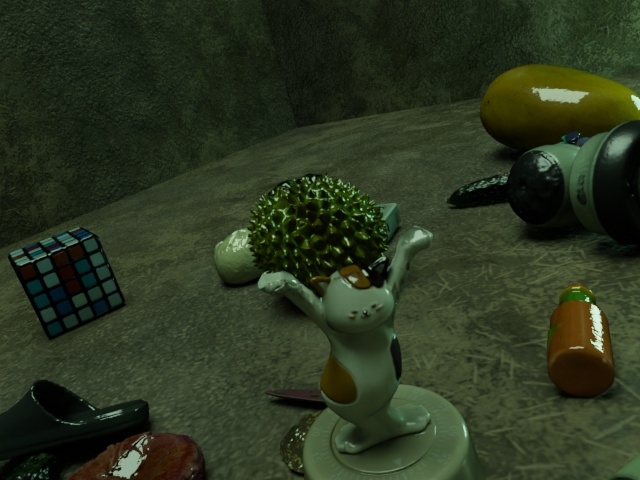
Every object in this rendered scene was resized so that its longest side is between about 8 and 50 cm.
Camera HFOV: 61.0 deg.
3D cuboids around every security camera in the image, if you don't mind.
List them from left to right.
[{"bbox_3d":[0.462,-0.099,0.956,0.191,0.197,0.277,-10,8,-22],"label":"security camera"}]

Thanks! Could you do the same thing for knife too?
[{"bbox_3d":[0.036,0.199,0.688,0.247,0.018,0.035,-3,8,30],"label":"knife"}]

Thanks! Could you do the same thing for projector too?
[{"bbox_3d":[0.098,-0.033,1.246,0.147,0.061,0.115,-6,22,27],"label":"projector"}]

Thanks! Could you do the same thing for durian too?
[{"bbox_3d":[0.001,0.003,1.005,0.290,0.225,0.291,-6,-17,-2],"label":"durian"}]

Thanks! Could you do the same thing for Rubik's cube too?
[{"bbox_3d":[-0.594,0.089,1.271,0.182,0.187,0.184,-26,19,-27],"label":"Rubik's cube"}]

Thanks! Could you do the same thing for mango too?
[{"bbox_3d":[0.642,-0.357,1.489,0.300,0.232,0.445,-19,27,-27],"label":"mango"}]

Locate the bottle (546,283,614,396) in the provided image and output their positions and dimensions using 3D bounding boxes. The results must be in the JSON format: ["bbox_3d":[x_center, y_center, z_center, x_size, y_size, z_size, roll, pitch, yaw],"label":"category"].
[{"bbox_3d":[0.313,0.108,0.658,0.069,0.069,0.187,-6,19,27],"label":"bottle"}]

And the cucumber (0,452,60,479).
[{"bbox_3d":[-0.375,0.323,0.606,0.067,0.067,0.245,-9,19,21],"label":"cucumber"}]

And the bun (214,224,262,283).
[{"bbox_3d":[-0.164,0.018,1.239,0.164,0.111,0.188,0,28,48],"label":"bun"}]

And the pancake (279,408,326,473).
[{"bbox_3d":[0.008,0.232,0.632,0.114,0.011,0.115,-14,18,5],"label":"pancake"}]

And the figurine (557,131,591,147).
[{"bbox_3d":[0.565,-0.158,1.088,0.194,0.112,0.102,13,26,18],"label":"figurine"}]

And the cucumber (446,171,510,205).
[{"bbox_3d":[0.430,-0.124,1.236,0.293,0.068,0.067,-8,20,23],"label":"cucumber"}]

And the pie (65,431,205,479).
[{"bbox_3d":[-0.216,0.282,0.613,0.182,0.050,0.182,-18,14,5],"label":"pie"}]

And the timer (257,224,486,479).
[{"bbox_3d":[0.045,0.129,0.481,0.175,0.266,0.175,-12,22,5],"label":"timer"}]

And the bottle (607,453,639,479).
[{"bbox_3d":[0.329,0.173,0.443,0.201,0.072,0.072,-23,20,-22],"label":"bottle"}]

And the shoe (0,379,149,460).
[{"bbox_3d":[-0.364,0.236,0.757,0.240,0.093,0.108,-11,-7,-1],"label":"shoe"}]
